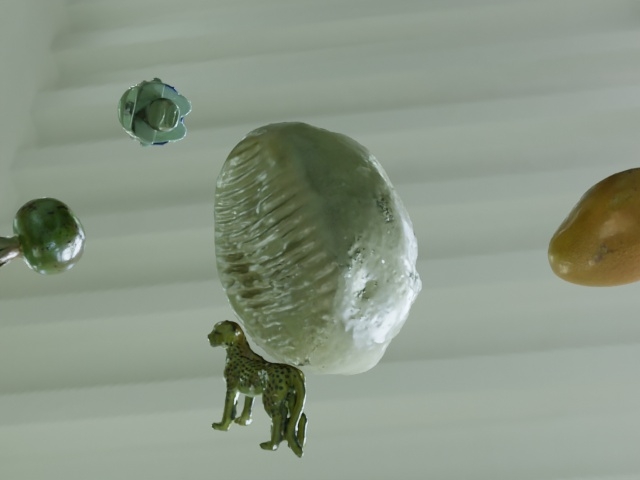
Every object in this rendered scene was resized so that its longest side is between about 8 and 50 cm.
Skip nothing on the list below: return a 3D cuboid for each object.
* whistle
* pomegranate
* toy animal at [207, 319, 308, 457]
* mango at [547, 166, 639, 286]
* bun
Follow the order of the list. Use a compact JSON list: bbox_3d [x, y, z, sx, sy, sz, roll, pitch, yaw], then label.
[{"bbox_3d":[-0.255,-0.196,1.602,0.092,0.110,0.244,12,-177,-26],"label":"whistle"},{"bbox_3d":[-0.408,0.001,1.492,0.142,0.114,0.114,-22,-136,-25],"label":"pomegranate"},{"bbox_3d":[-0.068,0.178,1.264,0.073,0.136,0.181,1,-173,-39],"label":"toy animal"},{"bbox_3d":[0.372,-0.008,1.285,0.217,0.141,0.102,-35,-133,37],"label":"mango"},{"bbox_3d":[0.000,0.000,1.434,0.234,0.326,0.362,-14,-121,-30],"label":"bun"}]
